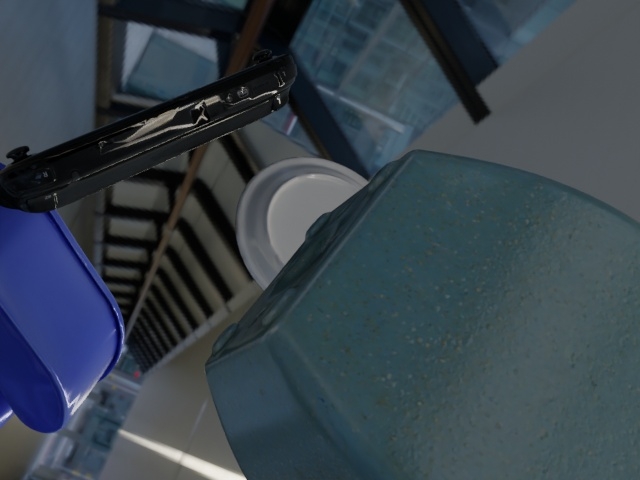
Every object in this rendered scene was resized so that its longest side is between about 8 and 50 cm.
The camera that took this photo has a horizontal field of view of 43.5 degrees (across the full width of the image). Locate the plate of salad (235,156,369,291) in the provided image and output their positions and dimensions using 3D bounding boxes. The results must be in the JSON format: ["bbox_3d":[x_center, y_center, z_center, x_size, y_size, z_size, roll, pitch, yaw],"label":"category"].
[{"bbox_3d":[0.000,0.000,0.873,0.048,0.199,0.200,-48,-161,54],"label":"plate of salad"}]

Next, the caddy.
[{"bbox_3d":[-0.371,0.063,0.888,0.241,0.341,0.179,-13,-151,22],"label":"caddy"}]

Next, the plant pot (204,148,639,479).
[{"bbox_3d":[0.079,0.093,0.492,0.247,0.252,0.248,-50,-173,-26],"label":"plant pot"}]

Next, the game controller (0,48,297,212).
[{"bbox_3d":[-0.175,-0.112,0.802,0.319,0.067,0.166,-28,-160,-27],"label":"game controller"}]
